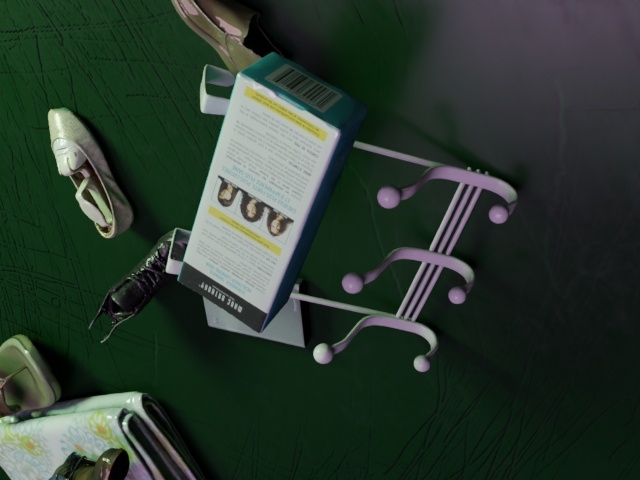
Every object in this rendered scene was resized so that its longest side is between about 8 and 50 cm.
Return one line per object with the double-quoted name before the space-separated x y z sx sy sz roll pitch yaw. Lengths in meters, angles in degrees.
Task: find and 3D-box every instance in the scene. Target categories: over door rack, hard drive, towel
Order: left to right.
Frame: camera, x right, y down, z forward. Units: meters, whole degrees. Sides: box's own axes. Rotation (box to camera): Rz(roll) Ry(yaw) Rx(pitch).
"towel" -0.335 0.388 1.331 0.374 0.090 0.320 -15 111 34
"hard drive" -0.079 0.076 1.023 0.135 0.022 0.094 10 125 21
"over door rack" 0.000 0.000 0.847 0.324 0.108 0.239 21 129 1

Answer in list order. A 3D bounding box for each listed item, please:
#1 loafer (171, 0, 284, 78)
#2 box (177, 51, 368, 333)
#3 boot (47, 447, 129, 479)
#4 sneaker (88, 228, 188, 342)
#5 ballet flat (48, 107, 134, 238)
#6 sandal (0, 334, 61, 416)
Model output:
"loafer" -0.086 -0.210 0.810 0.050 0.056 0.148 -25 119 35
"box" -0.049 -0.035 0.756 0.100 0.060 0.244 32 130 10
"boot" -0.342 0.344 1.196 0.106 0.082 0.219 30 131 5
"sneaker" -0.220 0.056 1.037 0.051 0.089 0.170 45 130 -7
"ballet flat" -0.277 -0.078 0.997 0.057 0.052 0.168 -16 113 35
"sandal" -0.500 0.231 1.295 0.303 0.086 0.120 -24 101 39
